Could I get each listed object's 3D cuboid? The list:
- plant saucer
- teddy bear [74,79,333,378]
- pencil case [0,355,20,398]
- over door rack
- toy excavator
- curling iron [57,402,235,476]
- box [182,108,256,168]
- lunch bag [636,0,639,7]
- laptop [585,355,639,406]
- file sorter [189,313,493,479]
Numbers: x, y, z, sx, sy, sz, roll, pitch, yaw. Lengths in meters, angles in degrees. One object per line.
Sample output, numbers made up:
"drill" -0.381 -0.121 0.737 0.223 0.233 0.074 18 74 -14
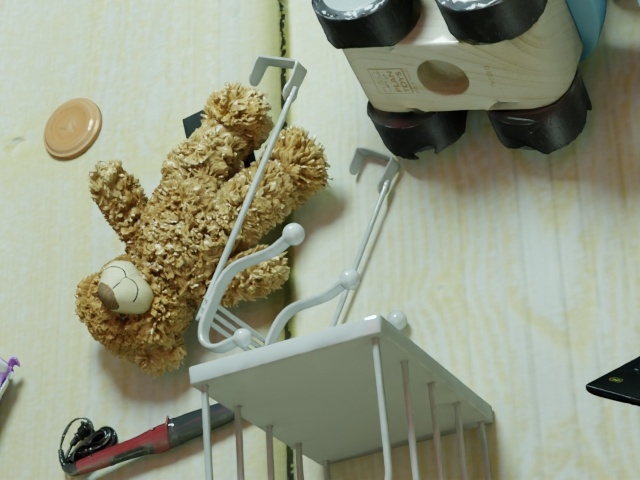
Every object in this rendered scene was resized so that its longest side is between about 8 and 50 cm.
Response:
"plant saucer" -0.309 -0.140 2.187 0.083 0.013 0.083 -14 58 23
"teddy bear" -0.140 -0.016 1.935 0.338 0.113 0.245 -34 86 2
"pencil case" -0.409 0.220 2.009 0.088 0.086 0.206 12 70 4
"over door rack" 0.000 0.000 1.795 0.108 0.239 0.324 -2 64 31
"toy excavator" 0.128 -0.326 1.952 0.433 0.222 0.445 1 52 31
"curling iron" -0.170 0.199 1.911 0.274 0.035 0.068 -18 57 20
"box" -0.116 -0.109 2.038 0.062 0.052 0.083 -25 56 15
"lunch bag" 0.420 -0.268 1.746 0.219 0.176 0.090 -27 54 13
"laptop" 0.407 0.072 1.593 0.234 0.264 0.137 13 108 34
"file sorter" 0.032 0.214 1.643 0.192 0.277 0.173 -16 62 21
